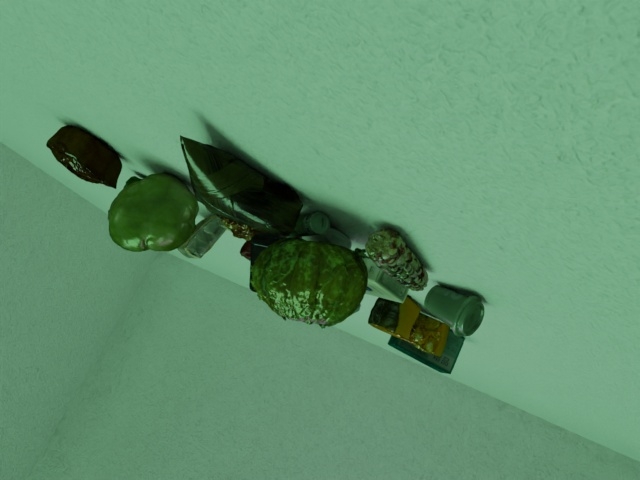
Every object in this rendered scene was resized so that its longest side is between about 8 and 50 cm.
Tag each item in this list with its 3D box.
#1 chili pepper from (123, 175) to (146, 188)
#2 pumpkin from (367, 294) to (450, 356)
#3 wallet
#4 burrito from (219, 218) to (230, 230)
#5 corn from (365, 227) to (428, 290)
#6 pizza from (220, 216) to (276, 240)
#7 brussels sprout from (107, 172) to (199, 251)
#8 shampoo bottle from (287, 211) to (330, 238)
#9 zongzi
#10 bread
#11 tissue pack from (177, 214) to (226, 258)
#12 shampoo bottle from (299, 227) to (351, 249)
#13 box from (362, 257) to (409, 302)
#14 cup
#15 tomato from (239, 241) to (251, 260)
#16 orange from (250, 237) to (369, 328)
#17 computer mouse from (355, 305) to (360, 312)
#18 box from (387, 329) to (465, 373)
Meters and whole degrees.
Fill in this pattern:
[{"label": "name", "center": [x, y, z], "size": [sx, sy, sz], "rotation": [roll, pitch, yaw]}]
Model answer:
[{"label": "chili pepper", "center": [-0.612, -0.173, 1.911], "size": [0.253, 0.084, 0.099], "rotation": [22, 167, -1]}, {"label": "pumpkin", "center": [0.310, 0.282, 1.761], "size": [0.280, 0.139, 0.190], "rotation": [21, 165, 15]}, {"label": "wallet", "center": [-0.132, 0.098, 1.772], "size": [0.228, 0.062, 0.406], "rotation": [10, 151, -4]}, {"label": "burrito", "center": [-0.309, -0.048, 1.883], "size": [0.149, 0.041, 0.055], "rotation": [21, 152, 19]}, {"label": "corn", "center": [0.199, 0.053, 1.262], "size": [0.092, 0.092, 0.280], "rotation": [15, 167, 38]}, {"label": "pizza", "center": [-0.242, -0.043, 1.700], "size": [0.228, 0.082, 0.289], "rotation": [27, 164, -4]}, {"label": "brussels sprout", "center": [-0.540, -0.090, 1.686], "size": [0.273, 0.317, 0.243], "rotation": [-5, 124, 27]}, {"label": "shampoo bottle", "center": [-0.045, -0.038, 1.399], "size": [0.065, 0.065, 0.204], "rotation": [32, 165, -21]}, {"label": "zongzi", "center": [-0.187, -0.131, 1.193], "size": [0.285, 0.139, 0.300], "rotation": [22, 164, 7]}, {"label": "bread", "center": [-0.809, -0.285, 1.742], "size": [0.232, 0.135, 0.247], "rotation": [19, 164, 30]}, {"label": "tissue pack", "center": [-0.464, -0.012, 2.000], "size": [0.090, 0.186, 0.222], "rotation": [45, 161, -18]}, {"label": "shampoo bottle", "center": [0.000, 0.000, 1.483], "size": [0.108, 0.052, 0.220], "rotation": [28, 167, -22]}, {"label": "box", "center": [0.131, 0.111, 1.596], "size": [0.256, 0.069, 0.164], "rotation": [10, 159, 46]}, {"label": "cup", "center": [0.362, 0.186, 1.396], "size": [0.141, 0.120, 0.120], "rotation": [28, 171, 45]}, {"label": "tomato", "center": [-0.181, 0.047, 1.884], "size": [0.224, 0.085, 0.225], "rotation": [15, 160, 5]}, {"label": "orange", "center": [-0.031, 0.107, 1.298], "size": [0.300, 0.224, 0.300], "rotation": [10, 174, -19]}, {"label": "computer mouse", "center": [0.050, 0.173, 1.923], "size": [0.159, 0.097, 0.288], "rotation": [12, 145, 51]}, {"label": "box", "center": [0.395, 0.375, 1.907], "size": [0.244, 0.153, 0.092], "rotation": [29, 166, -4]}]
